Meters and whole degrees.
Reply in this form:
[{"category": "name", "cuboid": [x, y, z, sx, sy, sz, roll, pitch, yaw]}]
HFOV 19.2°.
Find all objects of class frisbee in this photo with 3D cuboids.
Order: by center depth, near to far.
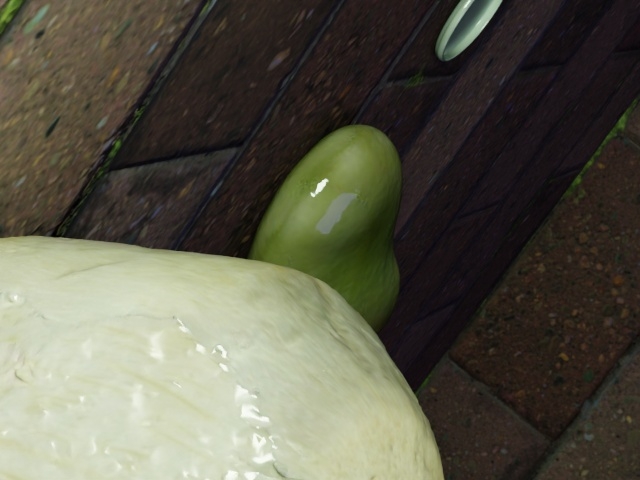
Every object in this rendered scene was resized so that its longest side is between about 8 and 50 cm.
[{"category": "frisbee", "cuboid": [0.144, -0.217, 1.796, 0.110, 0.014, 0.110, -48, 167, -15]}]

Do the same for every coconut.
[{"category": "coconut", "cuboid": [-0.132, 0.189, 1.163, 0.415, 0.415, 0.344, -49, 136, -7]}]

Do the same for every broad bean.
[{"category": "broad bean", "cuboid": [0.000, 0.000, 1.730, 0.189, 0.121, 0.263, -38, 148, -29]}]
